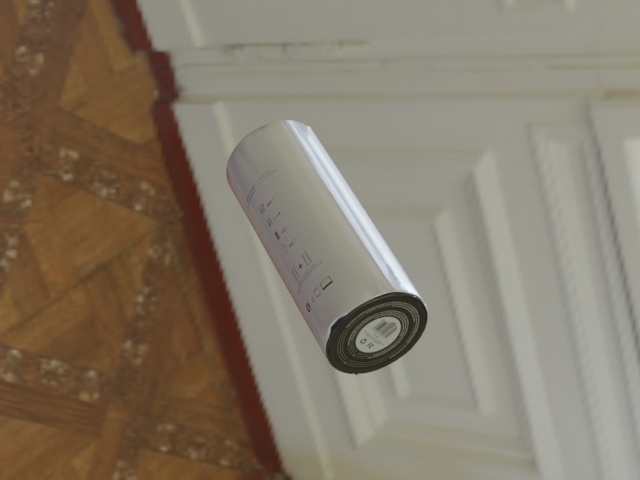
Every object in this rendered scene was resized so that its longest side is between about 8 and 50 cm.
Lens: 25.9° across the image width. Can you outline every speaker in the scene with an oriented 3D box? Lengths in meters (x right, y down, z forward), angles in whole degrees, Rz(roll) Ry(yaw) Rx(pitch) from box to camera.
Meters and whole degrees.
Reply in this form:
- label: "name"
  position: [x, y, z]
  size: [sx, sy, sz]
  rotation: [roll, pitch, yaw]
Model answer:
- label: "speaker"
  position: [0.000, 0.000, 0.696]
  size: [0.055, 0.136, 0.055]
  rotation: [-17, 138, -16]
